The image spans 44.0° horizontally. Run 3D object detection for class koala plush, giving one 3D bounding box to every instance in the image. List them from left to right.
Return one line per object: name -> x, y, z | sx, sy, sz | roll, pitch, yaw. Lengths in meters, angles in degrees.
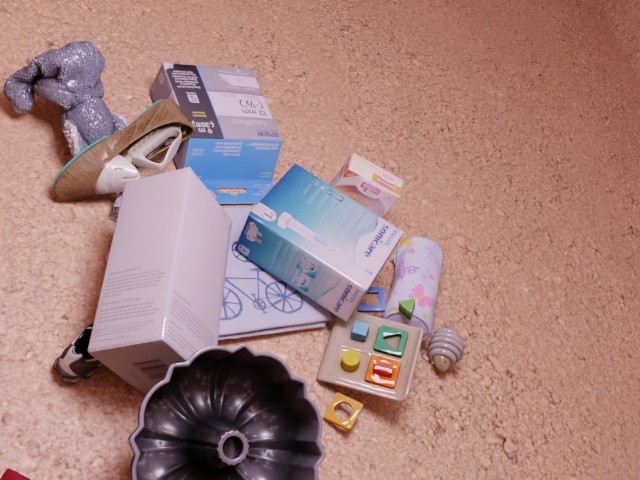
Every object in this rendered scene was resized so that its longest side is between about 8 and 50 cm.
koala plush -> -0.509, -0.282, 1.668 | 0.196, 0.203, 0.221 | -26, 90, -55

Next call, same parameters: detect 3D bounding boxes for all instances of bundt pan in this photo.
bundt pan -> -0.166, 0.337, 1.298 | 0.330, 0.124, 0.331 | 6, 77, -28

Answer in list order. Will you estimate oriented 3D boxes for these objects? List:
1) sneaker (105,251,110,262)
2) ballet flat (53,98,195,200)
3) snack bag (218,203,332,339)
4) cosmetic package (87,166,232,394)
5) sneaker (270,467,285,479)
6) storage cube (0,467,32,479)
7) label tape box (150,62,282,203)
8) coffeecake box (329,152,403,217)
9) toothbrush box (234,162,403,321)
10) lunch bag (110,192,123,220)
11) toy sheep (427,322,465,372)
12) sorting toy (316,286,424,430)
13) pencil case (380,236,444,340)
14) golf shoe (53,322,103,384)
sneaker -> -0.382, 0.006, 1.596 | 0.047, 0.057, 0.119 | 36, 42, -1
ballet flat -> -0.391, -0.174, 1.654 | 0.124, 0.116, 0.342 | 34, 53, 16
snack bag -> -0.171, 0.056, 1.713 | 0.323, 0.037, 0.343 | -4, 55, -37
cosmetic package -> -0.280, 0.072, 1.457 | 0.197, 0.155, 0.366 | 58, 27, -49
sneaker -> -0.102, 0.352, 1.466 | 0.083, 0.098, 0.224 | 0, 56, -34
storage cube -> -0.369, 0.444, 1.062 | 0.215, 0.193, 0.184 | 45, 62, -32
label tape box -> -0.231, -0.254, 1.874 | 0.249, 0.115, 0.348 | -3, 56, -35
coffeecake box -> 0.089, -0.102, 1.908 | 0.142, 0.185, 0.068 | 28, 44, -11
toothbrush box -> 0.000, 0.000, 1.727 | 0.295, 0.126, 0.216 | 31, 45, 5
lunch bag -> -0.388, -0.066, 1.655 | 0.083, 0.053, 0.071 | 17, 44, -8
toy sheep -> 0.292, 0.247, 1.832 | 0.091, 0.091, 0.132 | 28, 49, -11
sorting toy -> 0.106, 0.234, 1.663 | 0.195, 0.047, 0.348 | 11, 55, 12
pencil case -> 0.219, 0.113, 1.873 | 0.124, 0.114, 0.273 | 18, 45, -1
golf shoe -> -0.384, 0.180, 1.424 | 0.077, 0.094, 0.198 | 42, 42, 5
